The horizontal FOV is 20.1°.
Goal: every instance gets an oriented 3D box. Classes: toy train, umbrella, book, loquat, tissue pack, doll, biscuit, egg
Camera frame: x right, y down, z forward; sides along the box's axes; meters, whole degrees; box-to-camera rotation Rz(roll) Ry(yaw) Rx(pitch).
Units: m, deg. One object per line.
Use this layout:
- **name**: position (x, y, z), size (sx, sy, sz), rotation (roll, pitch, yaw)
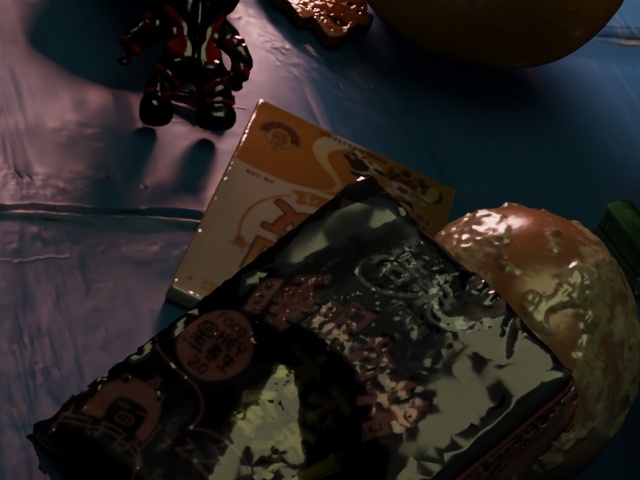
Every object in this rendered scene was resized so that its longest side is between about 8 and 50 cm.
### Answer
- **toy train**: position (0.298, 0.007, 1.726), size (0.038, 0.056, 0.093), rotation (-7, 47, -30)
- **umbrella**: position (-0.110, -0.129, 1.679), size (0.083, 0.020, 0.031), rotation (14, 80, -16)
- **book**: position (0.000, 0.000, 1.597), size (0.208, 0.020, 0.295), rotation (25, 39, -4)
- **loquat**: position (0.191, -0.341, 1.832), size (0.328, 0.359, 0.328), rotation (19, 58, -33)
- **tissue pack**: position (-0.008, 0.135, 1.283), size (0.332, 0.123, 0.245), rotation (-38, 69, -17)
- **doll**: position (-0.119, -0.224, 1.658), size (0.127, 0.088, 0.248), rotation (9, 76, -44)
- **biscuit**: position (-0.007, -0.248, 1.868), size (0.130, 0.019, 0.119), rotation (28, 39, 0)
- **egg**: position (0.156, 0.085, 1.448), size (0.203, 0.203, 0.245), rotation (11, 53, -19)

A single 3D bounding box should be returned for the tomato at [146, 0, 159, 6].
- **tomato**: position (-0.150, -0.302, 1.796), size (0.225, 0.085, 0.225), rotation (18, 42, -17)
